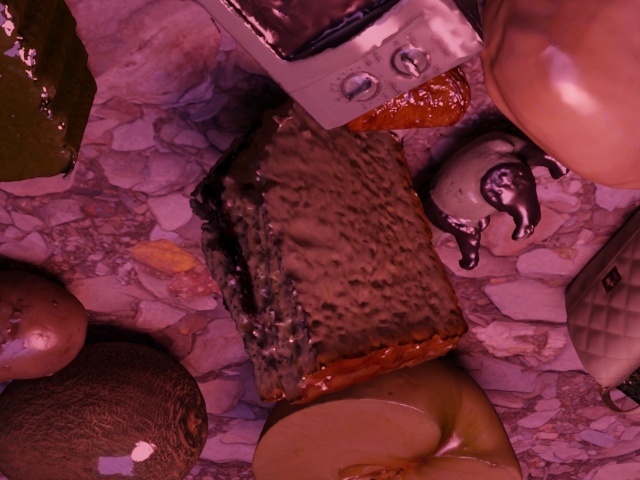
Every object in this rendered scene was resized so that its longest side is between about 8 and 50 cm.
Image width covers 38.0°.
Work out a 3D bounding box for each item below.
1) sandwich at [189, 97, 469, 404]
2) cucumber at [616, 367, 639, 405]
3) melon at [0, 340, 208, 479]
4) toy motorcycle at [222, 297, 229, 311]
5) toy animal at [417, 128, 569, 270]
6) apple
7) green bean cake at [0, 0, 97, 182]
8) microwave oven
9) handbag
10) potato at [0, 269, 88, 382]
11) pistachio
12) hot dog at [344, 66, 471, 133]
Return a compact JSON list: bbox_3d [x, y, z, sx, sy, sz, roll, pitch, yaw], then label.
[{"bbox_3d":[0.001,0.000,1.018,0.262,0.325,0.131,-8,163,-46],"label":"sandwich"},{"bbox_3d":[0.479,0.202,1.403,0.077,0.077,0.265,-33,128,31],"label":"cucumber"},{"bbox_3d":[-0.325,0.272,1.356,0.330,0.248,0.248,-9,137,15],"label":"melon"},{"bbox_3d":[-0.033,0.068,1.239,0.213,0.118,0.084,5,119,-24],"label":"toy motorcycle"},{"bbox_3d":[0.180,-0.045,1.112,0.121,0.093,0.225,32,139,-18],"label":"toy animal"},{"bbox_3d":[0.084,0.321,1.385,0.360,0.320,0.312,-31,169,37],"label":"apple"},{"bbox_3d":[-0.371,-0.177,0.914,0.250,0.156,0.246,-5,139,5],"label":"green bean cake"},{"bbox_3d":[-0.024,-0.271,0.748,0.181,0.237,0.295,-26,134,26],"label":"microwave oven"},{"bbox_3d":[0.408,0.093,1.171,0.079,0.219,0.256,12,135,-16],"label":"handbag"},{"bbox_3d":[-0.448,0.118,1.252,0.263,0.165,0.165,-12,138,-2],"label":"potato"},{"bbox_3d":[0.269,-0.169,0.904,0.188,0.187,0.299,-32,137,31],"label":"pistachio"},{"bbox_3d":[0.089,-0.158,1.005,0.147,0.065,0.099,-7,139,-9],"label":"hot dog"}]
